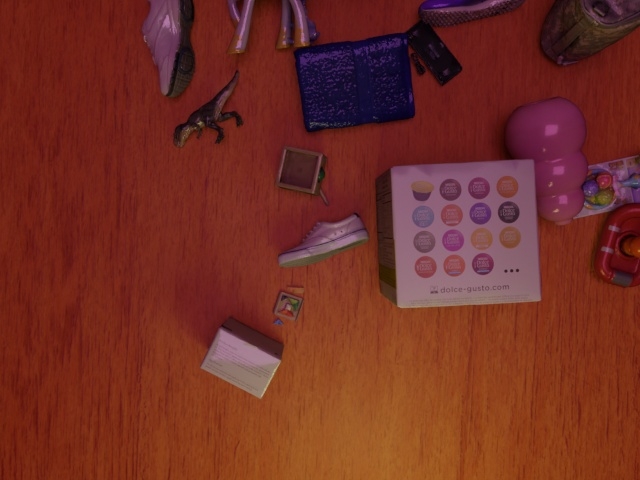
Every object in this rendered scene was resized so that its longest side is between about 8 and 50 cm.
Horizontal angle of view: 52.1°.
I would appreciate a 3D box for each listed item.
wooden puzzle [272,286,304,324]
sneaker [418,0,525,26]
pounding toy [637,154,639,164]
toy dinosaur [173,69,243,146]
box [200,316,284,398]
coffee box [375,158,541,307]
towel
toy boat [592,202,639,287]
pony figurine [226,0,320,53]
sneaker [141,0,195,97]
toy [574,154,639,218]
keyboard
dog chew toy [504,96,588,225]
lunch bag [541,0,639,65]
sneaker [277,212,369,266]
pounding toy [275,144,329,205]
[{"bbox_3d":[-0.089,0.181,1.811,0.078,0.014,0.116,12,91,-1],"label":"wooden puzzle"},{"bbox_3d":[0.395,-0.675,1.764,0.293,0.102,0.146,-13,88,-6],"label":"sneaker"},{"bbox_3d":[1.000,-0.261,1.737,0.269,0.154,0.155,-16,92,-9],"label":"pounding toy"},{"bbox_3d":[-0.283,-0.335,1.776,0.118,0.064,0.268,45,87,5],"label":"toy dinosaur"},{"bbox_3d":[-0.201,0.304,1.729,0.180,0.182,0.119,28,93,-1],"label":"box"},{"bbox_3d":[0.327,-0.020,1.652,0.337,0.338,0.335,-3,91,-1],"label":"coffee box"},{"bbox_3d":[0.093,-0.421,1.753,0.308,0.076,0.228,-9,108,-3],"label":"towel"},{"bbox_3d":[0.839,0.013,1.753,0.150,0.151,0.231,16,91,-1],"label":"toy boat"},{"bbox_3d":[-0.109,-0.684,1.689,0.350,0.303,0.364,-3,107,8],"label":"pony figurine"},{"bbox_3d":[-0.412,-0.531,1.760,0.129,0.111,0.297,1,87,15],"label":"sneaker"},{"bbox_3d":[0.785,-0.147,1.797,0.237,0.056,0.137,-12,90,-1],"label":"toy"},{"bbox_3d":[0.297,-0.509,1.799,0.108,0.023,0.180,-38,91,-6],"label":"keyboard"},{"bbox_3d":[0.610,-0.203,1.728,0.206,0.206,0.332,-16,99,-1],"label":"dog chew toy"},{"bbox_3d":[0.711,-0.600,1.668,0.212,0.305,0.256,44,87,1],"label":"lunch bag"},{"bbox_3d":[0.000,0.000,1.782,0.258,0.094,0.091,-19,73,-5],"label":"sneaker"},{"bbox_3d":[-0.037,-0.174,1.774,0.141,0.100,0.130,13,91,10],"label":"pounding toy"}]
